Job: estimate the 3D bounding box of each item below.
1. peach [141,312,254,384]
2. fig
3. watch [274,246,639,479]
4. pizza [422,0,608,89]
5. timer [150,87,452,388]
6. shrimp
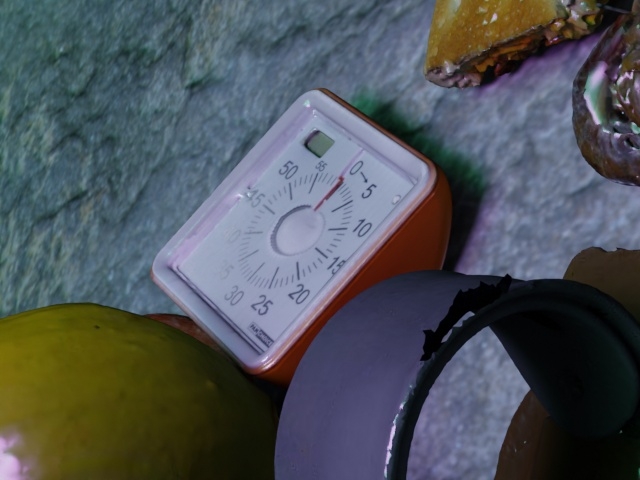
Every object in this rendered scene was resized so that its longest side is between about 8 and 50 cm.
[{"bbox_3d":[-0.147,0.170,2.003,0.232,0.232,0.232,-26,57,48],"label":"peach"},{"bbox_3d":[-0.197,0.210,1.759,0.343,0.343,0.343,-26,57,48],"label":"fig"},{"bbox_3d":[0.141,0.143,1.483,0.314,0.327,0.335,7,83,55],"label":"watch"},{"bbox_3d":[0.200,-0.239,1.764,0.289,0.081,0.229,-64,30,16],"label":"pizza"},{"bbox_3d":[0.000,0.000,1.894,0.250,0.161,0.257,-60,36,7],"label":"timer"},{"bbox_3d":[0.300,-0.202,1.579,0.145,0.116,0.343,44,116,44],"label":"shrimp"}]
